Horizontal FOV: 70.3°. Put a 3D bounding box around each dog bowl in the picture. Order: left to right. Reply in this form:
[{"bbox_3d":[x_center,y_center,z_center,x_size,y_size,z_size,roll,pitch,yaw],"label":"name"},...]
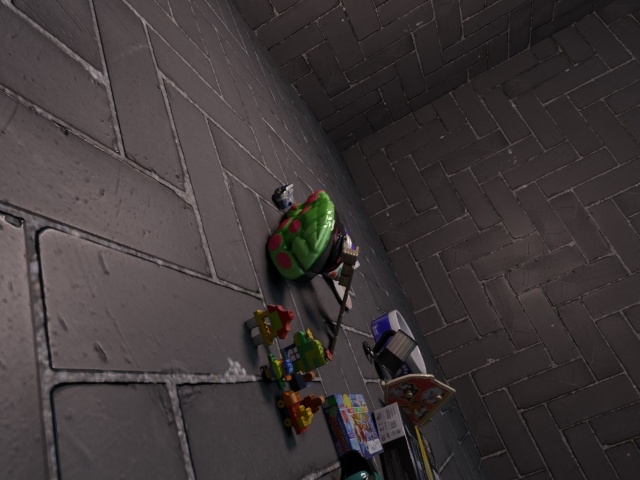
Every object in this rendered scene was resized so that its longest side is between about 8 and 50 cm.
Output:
[{"bbox_3d":[0.299,0.406,1.736,0.265,0.104,0.265,58,13,-22],"label":"dog bowl"}]

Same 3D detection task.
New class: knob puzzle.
[{"bbox_3d":[0.275,0.471,1.346,0.213,0.213,0.030,58,14,-22],"label":"knob puzzle"}]

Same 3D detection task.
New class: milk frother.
[{"bbox_3d":[0.225,0.345,1.486,0.129,0.134,0.143,34,-9,33],"label":"milk frother"}]

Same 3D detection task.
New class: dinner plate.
[{"bbox_3d":[0.065,0.163,1.495,0.141,0.017,0.141,57,14,-23],"label":"dinner plate"}]

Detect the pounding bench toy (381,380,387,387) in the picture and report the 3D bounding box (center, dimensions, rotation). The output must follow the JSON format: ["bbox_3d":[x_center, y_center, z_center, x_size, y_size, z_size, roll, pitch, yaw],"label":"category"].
[{"bbox_3d":[0.237,0.470,1.438,0.083,0.065,0.052,57,14,-23],"label":"pounding bench toy"}]

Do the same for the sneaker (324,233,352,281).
[{"bbox_3d":[0.046,0.044,1.438,0.075,0.057,0.161,24,69,-25],"label":"sneaker"}]

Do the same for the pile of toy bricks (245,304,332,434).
[{"bbox_3d":[-0.033,0.209,0.790,0.212,0.105,0.118,66,13,16],"label":"pile of toy bricks"}]

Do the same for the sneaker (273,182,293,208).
[{"bbox_3d":[-0.106,-0.130,1.360,0.135,0.052,0.058,-67,139,-65],"label":"sneaker"}]

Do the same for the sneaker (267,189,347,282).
[{"bbox_3d":[0.000,0.000,1.189,0.202,0.185,0.483,57,15,-11],"label":"sneaker"}]

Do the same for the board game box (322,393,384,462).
[{"bbox_3d":[0.073,0.403,0.980,0.201,0.035,0.136,40,26,-61],"label":"board game box"}]

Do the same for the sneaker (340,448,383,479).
[{"bbox_3d":[0.058,0.442,0.696,0.121,0.108,0.302,61,4,-3],"label":"sneaker"}]

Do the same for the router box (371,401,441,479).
[{"bbox_3d":[0.238,0.603,1.128,0.243,0.081,0.309,55,15,-32],"label":"router box"}]

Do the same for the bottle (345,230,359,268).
[{"bbox_3d":[0.048,-0.020,1.631,0.283,0.092,0.118,62,13,-5],"label":"bottle"}]

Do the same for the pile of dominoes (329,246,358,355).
[{"bbox_3d":[0.049,0.143,1.166,0.196,0.040,0.251,-59,163,-78],"label":"pile of dominoes"}]
